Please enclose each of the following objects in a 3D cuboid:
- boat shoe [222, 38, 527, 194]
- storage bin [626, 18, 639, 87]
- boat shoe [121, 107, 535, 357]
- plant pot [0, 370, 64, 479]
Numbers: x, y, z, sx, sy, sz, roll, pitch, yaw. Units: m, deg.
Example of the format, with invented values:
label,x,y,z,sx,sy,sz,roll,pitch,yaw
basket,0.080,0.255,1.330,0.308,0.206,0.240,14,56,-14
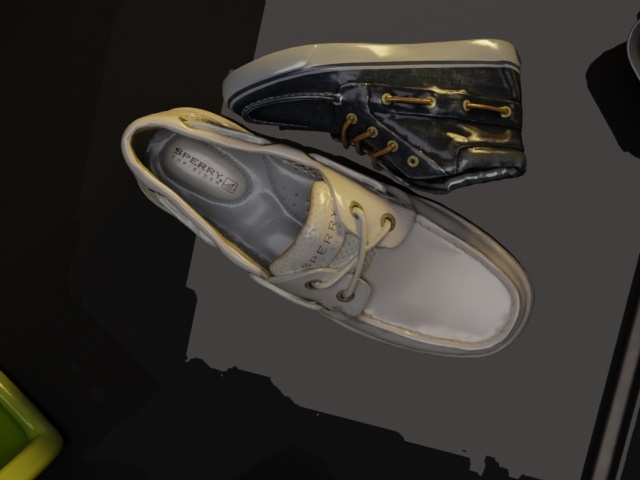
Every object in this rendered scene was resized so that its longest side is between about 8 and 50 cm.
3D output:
label,x,y,z,sx,sy,sz,roll,pitch,yaw
boat shoe,0.034,-0.070,0.549,0.184,0.065,0.083,-5,78,1
storage bin,0.237,-0.115,0.516,0.135,0.091,0.098,-29,90,9
boat shoe,0.000,0.000,0.559,0.277,0.096,0.098,24,95,5
plant pot,-0.343,0.157,0.569,0.228,0.227,0.207,43,106,3
